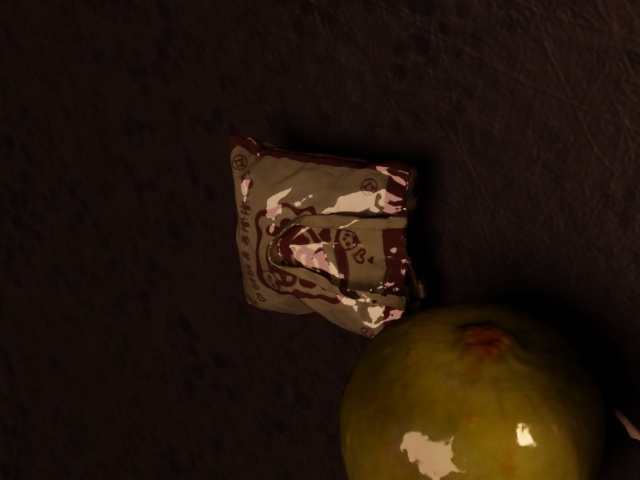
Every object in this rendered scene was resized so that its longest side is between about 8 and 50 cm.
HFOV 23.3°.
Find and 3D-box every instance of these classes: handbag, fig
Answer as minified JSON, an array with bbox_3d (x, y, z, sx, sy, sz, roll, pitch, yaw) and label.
[{"bbox_3d":[0.000,0.000,1.646,0.235,0.127,0.213,13,115,36],"label":"handbag"},{"bbox_3d":[0.139,0.209,1.529,0.258,0.258,0.326,40,144,22],"label":"fig"}]

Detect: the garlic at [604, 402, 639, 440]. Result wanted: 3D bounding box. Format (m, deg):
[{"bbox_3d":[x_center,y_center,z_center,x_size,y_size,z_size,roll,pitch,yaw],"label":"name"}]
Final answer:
[{"bbox_3d":[0.367,0.123,1.291,0.246,0.231,0.340,39,125,20],"label":"garlic"}]
